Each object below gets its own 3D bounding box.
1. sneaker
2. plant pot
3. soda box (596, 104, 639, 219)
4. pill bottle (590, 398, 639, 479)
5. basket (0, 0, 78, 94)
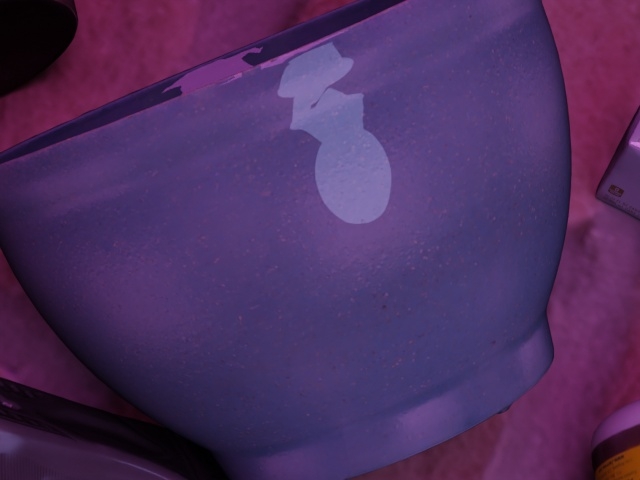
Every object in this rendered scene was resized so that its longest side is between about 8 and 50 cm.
[{"bbox_3d":[-0.109,0.155,0.885,0.227,0.087,0.130,20,103,-25],"label":"sneaker"},{"bbox_3d":[0.000,0.000,0.873,0.293,0.293,0.196,-25,98,-16],"label":"plant pot"},{"bbox_3d":[0.268,-0.016,1.000,0.216,0.074,0.069,27,67,5],"label":"soda box"},{"bbox_3d":[0.207,0.184,0.885,0.117,0.117,0.215,-5,68,-8],"label":"pill bottle"},{"bbox_3d":[-0.232,-0.194,0.980,0.204,0.154,0.227,-16,73,-24],"label":"basket"}]
